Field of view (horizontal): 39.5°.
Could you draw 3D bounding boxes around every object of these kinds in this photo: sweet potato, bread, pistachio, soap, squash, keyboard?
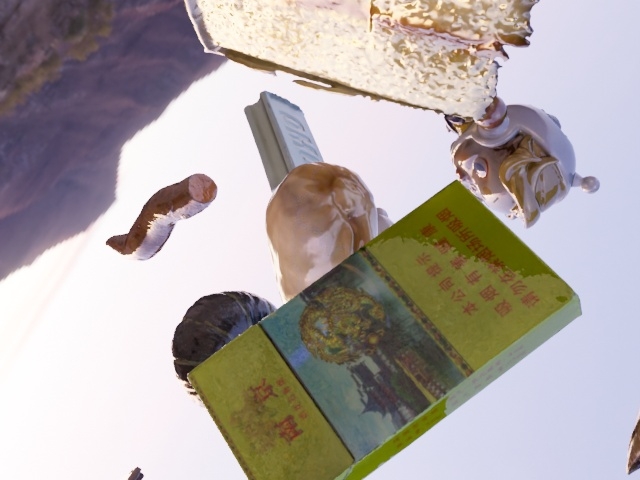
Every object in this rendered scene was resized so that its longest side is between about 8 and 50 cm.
[{"bbox_3d":[-0.244,-0.019,1.299,0.281,0.067,0.059,-36,-161,46],"label":"sweet potato"},{"bbox_3d":[0.012,-0.232,0.904,0.242,0.346,0.405,-29,-122,-4],"label":"bread"},{"bbox_3d":[0.000,0.000,1.032,0.117,0.201,0.145,-28,-133,-34],"label":"pistachio"},{"bbox_3d":[-0.052,-0.153,1.518,0.063,0.114,0.198,-38,-125,26],"label":"soap"},{"bbox_3d":[-0.173,0.224,1.778,0.165,0.252,0.252,5,-122,51],"label":"squash"},{"bbox_3d":[-0.216,0.273,0.925,0.055,0.017,0.166,-57,-173,-31],"label":"keyboard"}]

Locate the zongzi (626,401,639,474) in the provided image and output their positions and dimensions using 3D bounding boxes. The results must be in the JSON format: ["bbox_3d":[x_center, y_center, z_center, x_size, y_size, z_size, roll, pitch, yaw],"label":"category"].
[{"bbox_3d":[0.454,0.138,1.078,0.248,0.111,0.241,-48,168,-43],"label":"zongzi"}]

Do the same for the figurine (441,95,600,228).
[{"bbox_3d":[0.197,-0.131,1.075,0.133,0.194,0.274,-30,-137,-10],"label":"figurine"}]

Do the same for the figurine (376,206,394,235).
[{"bbox_3d":[0.151,0.056,1.667,0.155,0.235,0.127,-48,155,-16],"label":"figurine"}]

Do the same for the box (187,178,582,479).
[{"bbox_3d":[0.054,0.100,0.842,0.335,0.047,0.187,-36,-127,-5],"label":"box"}]
